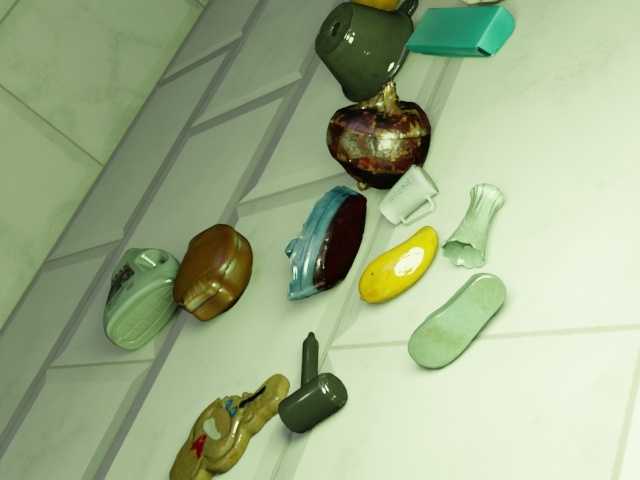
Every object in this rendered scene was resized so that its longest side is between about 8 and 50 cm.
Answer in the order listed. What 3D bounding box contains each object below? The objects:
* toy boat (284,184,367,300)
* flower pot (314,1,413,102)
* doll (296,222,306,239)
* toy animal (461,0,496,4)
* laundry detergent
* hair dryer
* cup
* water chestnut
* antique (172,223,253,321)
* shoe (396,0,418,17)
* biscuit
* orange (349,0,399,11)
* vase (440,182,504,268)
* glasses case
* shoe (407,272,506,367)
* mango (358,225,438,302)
[{"bbox_3d":[0.000,0.000,1.782,0.142,0.129,0.309,-1,51,37],"label":"toy boat"},{"bbox_3d":[0.096,-0.510,2.193,0.269,0.166,0.269,-32,45,38],"label":"flower pot"},{"bbox_3d":[0.004,-0.042,1.917,0.190,0.050,0.115,-52,35,-8],"label":"doll"},{"bbox_3d":[0.458,-0.690,1.945,0.357,0.194,0.258,-31,42,45],"label":"toy animal"},{"bbox_3d":[-0.496,0.114,2.365,0.264,0.125,0.398,-47,26,7],"label":"laundry detergent"},{"bbox_3d":[-0.007,0.244,1.586,0.114,0.070,0.248,-38,21,22],"label":"hair dryer"},{"bbox_3d":[0.183,-0.081,1.702,0.116,0.074,0.104,-44,57,17],"label":"cup"},{"bbox_3d":[0.128,-0.227,1.792,0.223,0.238,0.223,-2,21,1],"label":"water chestnut"},{"bbox_3d":[-0.259,0.080,2.055,0.223,0.129,0.278,-41,29,14],"label":"antique"},{"bbox_3d":[0.212,-0.570,2.267,0.179,0.049,0.071,-49,38,28],"label":"shoe"},{"bbox_3d":[-0.185,0.374,1.685,0.320,0.047,0.183,-36,33,20],"label":"biscuit"},{"bbox_3d":[0.153,-0.701,2.416,0.154,0.154,0.134,8,96,58],"label":"orange"},{"bbox_3d":[0.274,-0.032,1.496,0.081,0.081,0.149,-11,43,49],"label":"vase"},{"bbox_3d":[0.324,-0.484,1.992,0.117,0.070,0.301,-57,30,-2],"label":"glasses case"},{"bbox_3d":[0.228,0.127,1.388,0.195,0.079,0.078,-49,-8,17],"label":"shoe"},{"bbox_3d":[0.147,0.050,1.578,0.190,0.075,0.098,-39,35,5],"label":"mango"}]
